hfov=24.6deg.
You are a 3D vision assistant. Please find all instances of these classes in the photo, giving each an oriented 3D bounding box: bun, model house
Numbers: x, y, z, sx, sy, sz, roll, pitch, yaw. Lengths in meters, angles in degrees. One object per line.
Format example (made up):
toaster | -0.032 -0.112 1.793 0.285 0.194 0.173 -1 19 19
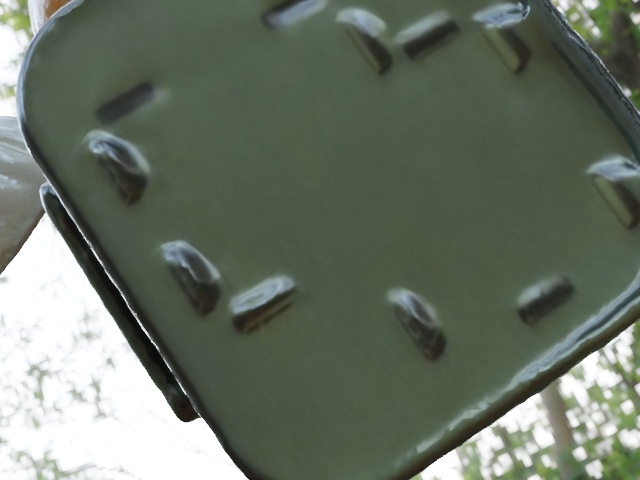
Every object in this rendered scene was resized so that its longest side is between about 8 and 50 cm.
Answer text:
bun | -0.405 -0.047 1.610 0.175 0.263 0.263 36 -60 -16
model house | 0.000 0.000 0.662 0.205 0.218 0.278 -31 -9 -13

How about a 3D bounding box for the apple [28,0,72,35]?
apple | -0.172 -0.275 1.406 0.293 0.163 0.251 -47 -19 -3

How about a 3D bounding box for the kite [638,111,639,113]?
kite | 0.292 -0.072 1.068 0.127 0.229 0.016 -10 -71 15
